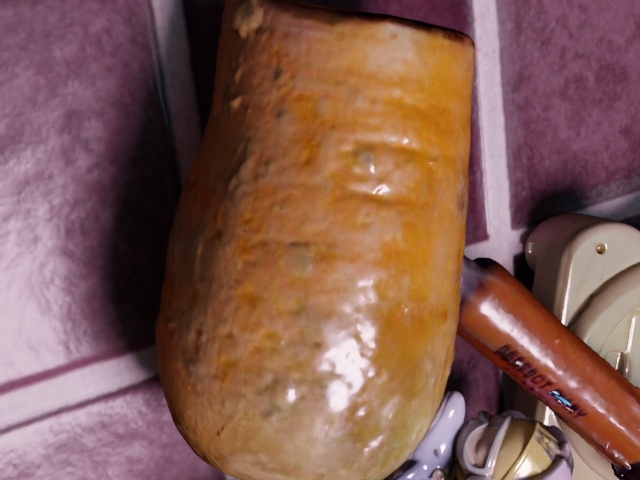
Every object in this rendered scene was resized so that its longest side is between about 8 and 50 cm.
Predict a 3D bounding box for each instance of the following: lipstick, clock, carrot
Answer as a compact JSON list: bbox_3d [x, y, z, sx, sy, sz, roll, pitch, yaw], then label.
[{"bbox_3d":[0.248,0.148,0.934,0.418,0.077,0.077,40,77,-18],"label":"lipstick"},{"bbox_3d":[0.339,0.124,1.055,0.309,0.114,0.284,6,95,-17],"label":"clock"},{"bbox_3d":[0.000,0.000,0.780,0.224,0.224,0.340,6,97,-34],"label":"carrot"}]

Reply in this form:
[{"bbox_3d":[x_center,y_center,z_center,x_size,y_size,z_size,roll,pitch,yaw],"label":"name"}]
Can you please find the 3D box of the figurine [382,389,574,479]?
[{"bbox_3d":[0.137,0.220,0.945,0.128,0.184,0.208,-51,128,-49],"label":"figurine"}]
